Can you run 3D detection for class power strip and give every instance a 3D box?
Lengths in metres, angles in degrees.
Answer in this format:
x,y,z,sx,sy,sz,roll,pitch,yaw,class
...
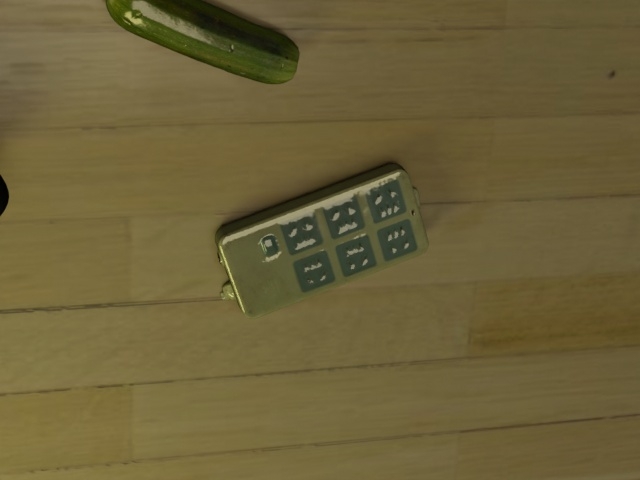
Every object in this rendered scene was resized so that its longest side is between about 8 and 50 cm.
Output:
x,y,z,sx,sy,sz,roll,pitch,yaw,class
0.000,0.000,1.524,0.270,0.046,0.118,-21,116,-6,power strip

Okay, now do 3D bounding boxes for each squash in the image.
x,y,z,sx,sy,sz,roll,pitch,yaw,class
-0.128,-0.228,1.382,0.229,0.066,0.066,19,106,-23,squash

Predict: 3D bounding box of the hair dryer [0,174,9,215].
x,y,z,sx,sy,sz,roll,pitch,yaw,class
-0.512,-0.126,1.277,0.284,0.156,0.320,-14,122,16,hair dryer
